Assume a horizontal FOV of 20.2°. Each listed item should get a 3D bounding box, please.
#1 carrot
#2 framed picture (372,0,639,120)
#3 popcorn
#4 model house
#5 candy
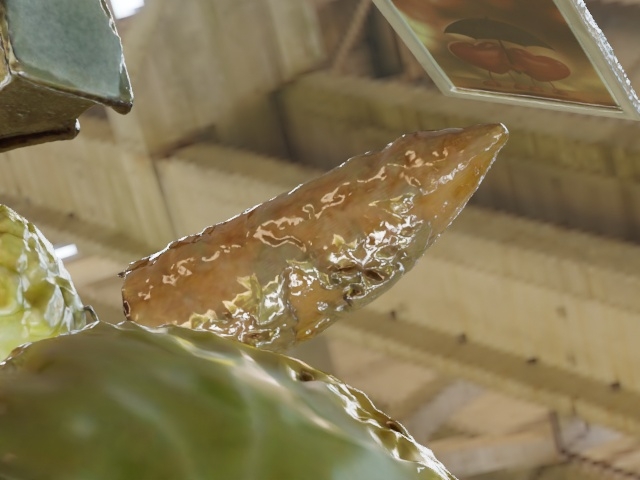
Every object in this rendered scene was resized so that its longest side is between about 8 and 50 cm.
[{"bbox_3d":[0.000,0.000,1.059,0.263,0.102,0.102,-32,-161,20],"label":"carrot"},{"bbox_3d":[0.152,-0.193,1.601,0.211,0.289,0.020,10,-110,31],"label":"framed picture"},{"bbox_3d":[-0.254,0.047,1.407,0.142,0.173,0.173,-31,-151,-25],"label":"popcorn"},{"bbox_3d":[-0.251,-0.154,1.472,0.106,0.165,0.152,0,158,-42],"label":"model house"},{"bbox_3d":[-0.044,0.144,0.695,0.260,0.118,0.260,18,-146,-13],"label":"candy"}]
